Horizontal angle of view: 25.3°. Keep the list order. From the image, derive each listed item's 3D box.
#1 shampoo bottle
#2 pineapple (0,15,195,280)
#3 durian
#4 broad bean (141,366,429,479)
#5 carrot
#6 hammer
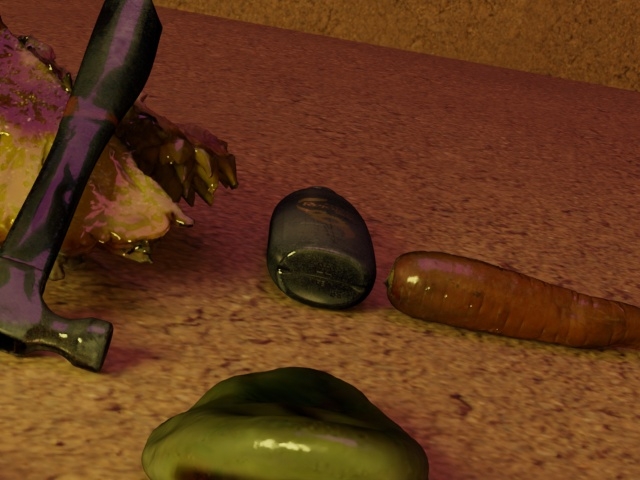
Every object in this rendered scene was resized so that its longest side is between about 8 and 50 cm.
[{"bbox_3d":[0.000,0.000,1.176,0.087,0.049,0.234,14,14,-4],"label":"shampoo bottle"},{"bbox_3d":[-0.263,-0.059,1.025,0.334,0.158,0.161,45,63,7],"label":"pineapple"},{"bbox_3d":[-0.182,-0.077,1.180,0.341,0.112,0.191,24,-5,44],"label":"durian"},{"bbox_3d":[-0.014,0.111,0.730,0.153,0.072,0.206,12,2,-10],"label":"broad bean"},{"bbox_3d":[0.168,0.054,1.113,0.248,0.059,0.059,13,14,-11],"label":"carrot"},{"bbox_3d":[-0.167,-0.056,0.925,0.137,0.037,0.290,17,55,-3],"label":"hammer"}]
